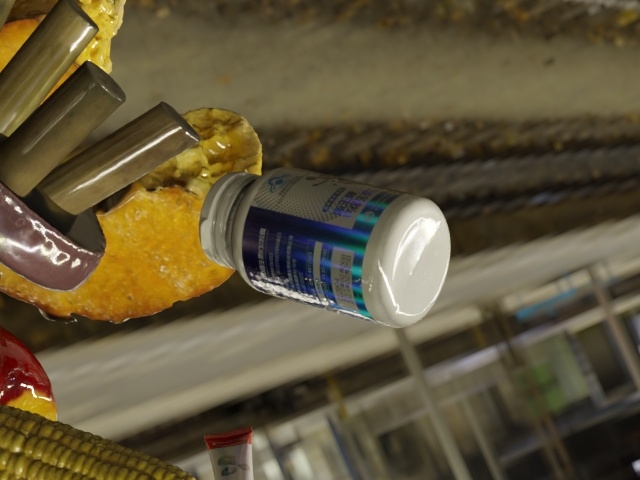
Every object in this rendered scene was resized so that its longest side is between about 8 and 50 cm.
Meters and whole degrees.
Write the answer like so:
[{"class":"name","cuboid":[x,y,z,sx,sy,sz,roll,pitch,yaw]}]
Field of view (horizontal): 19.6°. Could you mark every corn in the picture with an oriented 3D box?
[{"class":"corn","cuboid":[-0.176,0.155,1.200,0.238,0.080,0.080,15,-177,14]}]

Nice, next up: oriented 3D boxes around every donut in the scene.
[{"class":"donut","cuboid":[-0.292,-0.104,2.224,0.378,0.435,0.163,-29,-150,28]}]

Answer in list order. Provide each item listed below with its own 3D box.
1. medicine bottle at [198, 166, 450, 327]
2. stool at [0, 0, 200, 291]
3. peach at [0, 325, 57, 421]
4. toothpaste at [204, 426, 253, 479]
[{"class":"medicine bottle","cuboid":[0.000,0.000,1.493,0.191,0.107,0.107,14,-163,33]},{"class":"stool","cuboid":[-0.253,-0.104,1.597,0.178,0.272,0.272,-45,170,7]},{"class":"peach","cuboid":[-0.344,0.150,1.432,0.275,0.245,0.248,-41,-162,19]},{"class":"toothpaste","cuboid":[-0.080,0.230,1.736,0.048,0.031,0.190,-11,-151,-2]}]
